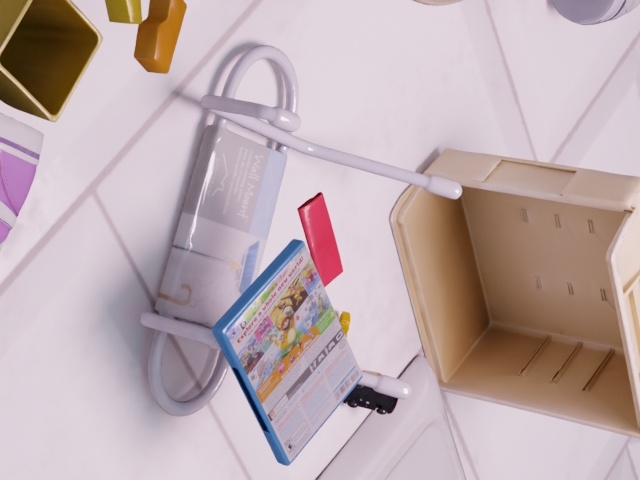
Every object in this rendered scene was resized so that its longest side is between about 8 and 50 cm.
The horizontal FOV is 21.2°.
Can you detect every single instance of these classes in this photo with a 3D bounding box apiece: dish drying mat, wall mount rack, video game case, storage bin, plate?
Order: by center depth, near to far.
[{"bbox_3d":[-0.026,0.098,1.485,0.119,0.015,0.166,-48,132,-30],"label":"video game case"},{"bbox_3d":[0.000,0.000,1.495,0.032,0.008,0.083,-40,129,-36],"label":"dish drying mat"},{"bbox_3d":[-0.019,0.010,1.572,0.304,0.130,0.350,20,85,-54],"label":"wall mount rack"},{"bbox_3d":[0.234,0.050,1.812,0.123,0.262,0.260,-47,134,-37],"label":"storage bin"},{"bbox_3d":[0.086,0.314,1.873,0.278,0.045,0.277,-47,134,-35],"label":"plate"}]

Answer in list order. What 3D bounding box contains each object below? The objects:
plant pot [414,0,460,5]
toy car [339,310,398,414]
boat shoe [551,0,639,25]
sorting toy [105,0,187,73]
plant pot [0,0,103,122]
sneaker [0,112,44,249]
[{"bbox_3d":[0.249,-0.385,1.672,0.333,0.305,0.334,-19,114,-50],"label":"plant pot"},{"bbox_3d":[0.050,0.123,1.763,0.040,0.060,0.122,-82,169,-57],"label":"toy car"},{"bbox_3d":[0.363,-0.432,1.958,0.156,0.135,0.367,-15,114,-51],"label":"boat shoe"},{"bbox_3d":[-0.124,-0.300,1.309,0.229,0.041,0.307,49,52,-63],"label":"sorting toy"},{"bbox_3d":[-0.230,-0.147,1.280,0.081,0.083,0.081,48,62,-47],"label":"plant pot"},{"bbox_3d":[-0.310,-0.039,1.193,0.282,0.102,0.161,25,83,-53],"label":"sneaker"}]
